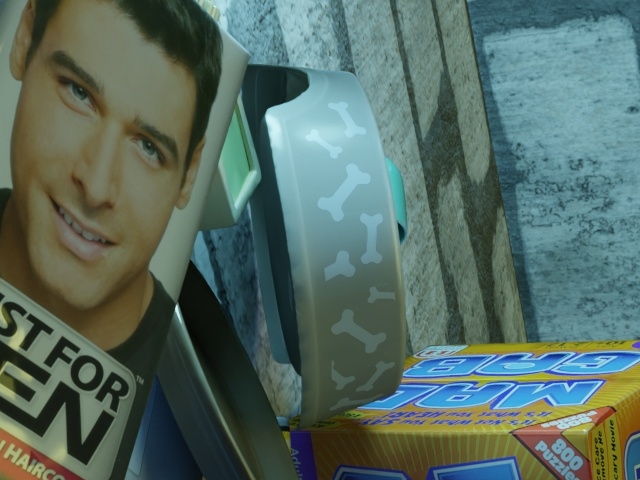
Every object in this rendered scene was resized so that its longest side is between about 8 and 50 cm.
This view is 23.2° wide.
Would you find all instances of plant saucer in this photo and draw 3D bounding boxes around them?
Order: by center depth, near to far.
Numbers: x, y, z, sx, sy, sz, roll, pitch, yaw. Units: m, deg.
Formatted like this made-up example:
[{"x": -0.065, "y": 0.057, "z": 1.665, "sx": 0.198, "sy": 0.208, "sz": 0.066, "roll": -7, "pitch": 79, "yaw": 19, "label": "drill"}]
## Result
[{"x": -0.081, "y": 0.135, "z": 1.289, "sx": 0.277, "sy": 0.041, "sz": 0.278, "roll": 63, "pitch": 4, "yaw": -8, "label": "plant saucer"}]

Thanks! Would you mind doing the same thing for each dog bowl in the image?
[{"x": 0.000, "y": 0.000, "z": 1.457, "sx": 0.349, "sy": 0.102, "sz": 0.348, "roll": 172, "pitch": -90, "yaw": -84, "label": "dog bowl"}]

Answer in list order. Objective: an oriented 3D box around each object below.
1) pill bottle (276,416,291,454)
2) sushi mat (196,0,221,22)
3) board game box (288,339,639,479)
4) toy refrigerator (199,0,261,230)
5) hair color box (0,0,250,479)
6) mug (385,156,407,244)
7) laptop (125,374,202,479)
[{"x": -0.058, "y": 0.225, "z": 1.455, "sx": 0.065, "sy": 0.065, "sz": 0.116, "roll": 29, "pitch": 55, "yaw": -71, "label": "pill bottle"}, {"x": -0.146, "y": -0.057, "z": 1.174, "sx": 0.151, "sy": 0.019, "sz": 0.316, "roll": 33, "pitch": 70, "yaw": -65, "label": "sushi mat"}, {"x": 0.214, "y": 0.321, "z": 1.684, "sx": 0.356, "sy": 0.357, "sz": 0.356, "roll": -20, "pitch": 103, "yaw": -56, "label": "board game box"}, {"x": -0.127, "y": -0.148, "z": 1.316, "sx": 0.102, "sy": 0.094, "sz": 0.269, "roll": -65, "pitch": 145, "yaw": -61, "label": "toy refrigerator"}, {"x": -0.176, "y": 0.001, "z": 0.864, "sx": 0.185, "sy": 0.114, "sz": 0.374, "roll": 42, "pitch": 50, "yaw": -41, "label": "hair color box"}, {"x": 0.026, "y": -0.052, "z": 1.744, "sx": 0.158, "sy": 0.130, "sz": 0.097, "roll": 52, "pitch": 31, "yaw": -60, "label": "mug"}, {"x": -0.080, "y": 0.244, "z": 1.046, "sx": 0.382, "sy": 0.236, "sz": 0.407, "roll": 59, "pitch": 35, "yaw": -57, "label": "laptop"}]
